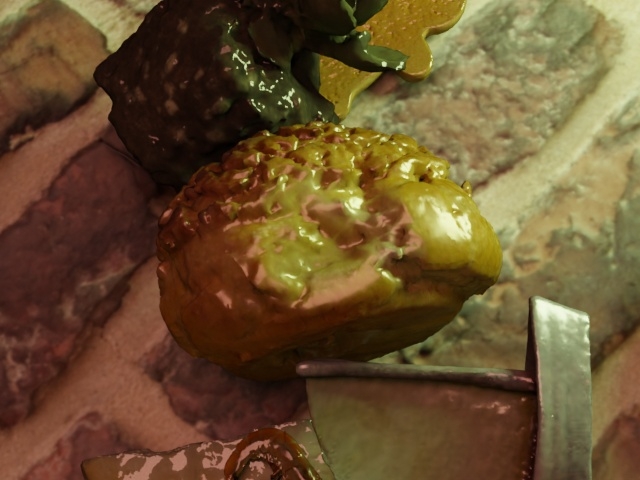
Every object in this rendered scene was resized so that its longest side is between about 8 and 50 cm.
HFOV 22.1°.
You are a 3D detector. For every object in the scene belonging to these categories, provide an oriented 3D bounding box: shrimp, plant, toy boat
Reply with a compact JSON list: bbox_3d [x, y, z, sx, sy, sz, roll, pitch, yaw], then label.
[{"bbox_3d":[-0.040,0.249,1.664,0.127,0.025,0.091,38,75,20],"label":"shrimp"},{"bbox_3d":[-0.066,-0.192,1.745,0.312,0.215,0.213,-40,50,19],"label":"plant"},{"bbox_3d":[0.149,0.210,1.627,0.293,0.111,0.276,-15,97,-1],"label":"toy boat"}]

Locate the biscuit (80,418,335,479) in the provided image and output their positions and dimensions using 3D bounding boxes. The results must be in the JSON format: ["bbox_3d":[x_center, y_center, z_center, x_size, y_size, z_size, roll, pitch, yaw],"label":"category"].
[{"bbox_3d":[-0.105,0.268,1.697,0.289,0.038,0.141,-9,67,4],"label":"biscuit"}]

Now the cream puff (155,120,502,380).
[{"bbox_3d":[0.000,0.000,1.635,0.343,0.327,0.231,-26,70,34],"label":"cream puff"}]

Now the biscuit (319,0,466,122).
[{"bbox_3d":[0.063,-0.235,1.883,0.240,0.035,0.158,-31,70,-5],"label":"biscuit"}]
